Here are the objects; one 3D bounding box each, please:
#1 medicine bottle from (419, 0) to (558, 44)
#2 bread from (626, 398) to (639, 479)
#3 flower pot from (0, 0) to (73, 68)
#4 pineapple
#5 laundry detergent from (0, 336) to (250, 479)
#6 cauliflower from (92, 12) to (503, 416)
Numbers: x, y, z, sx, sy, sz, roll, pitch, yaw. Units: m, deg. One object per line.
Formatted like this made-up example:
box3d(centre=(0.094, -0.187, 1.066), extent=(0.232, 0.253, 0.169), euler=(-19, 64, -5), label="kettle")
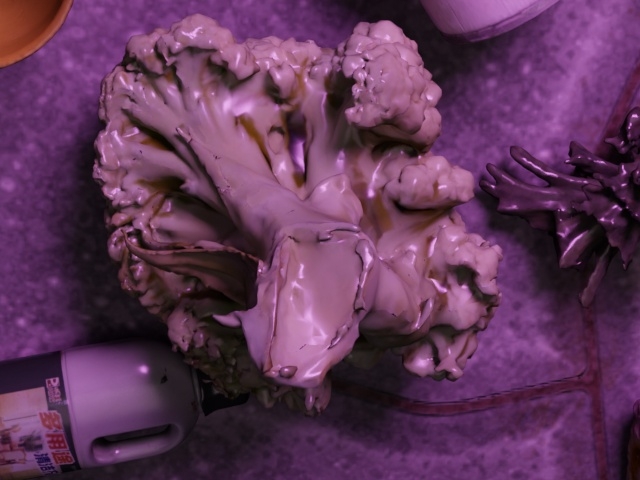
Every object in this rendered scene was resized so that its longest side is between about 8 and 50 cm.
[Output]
box3d(centre=(0.065, -0.263, 0.869), extent=(0.143, 0.143, 0.258), euler=(-33, 113, 5), label="medicine bottle")
box3d(centre=(0.428, 0.197, 1.113), extent=(0.338, 0.155, 0.187), euler=(-10, 118, -5), label="bread")
box3d(centre=(-0.234, -0.211, 0.823), extent=(0.195, 0.179, 0.195), euler=(-4, 114, -9), label="flower pot")
box3d(centre=(0.290, -0.053, 0.995), extent=(0.340, 0.169, 0.169), euler=(-13, 114, 4), label="pineapple")
box3d(centre=(-0.166, 0.125, 1.037), extent=(0.225, 0.070, 0.099), euler=(-10, 105, -6), label="laundry detergent")
box3d(centre=(0.003, -0.017, 0.898), extent=(0.327, 0.281, 0.260), euler=(34, 76, -23), label="cauliflower")
